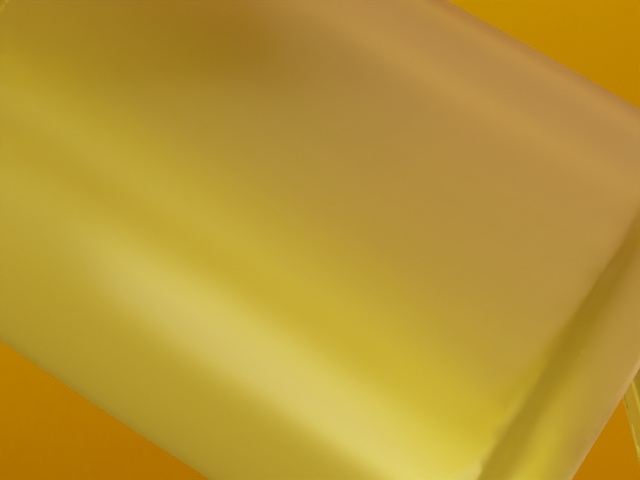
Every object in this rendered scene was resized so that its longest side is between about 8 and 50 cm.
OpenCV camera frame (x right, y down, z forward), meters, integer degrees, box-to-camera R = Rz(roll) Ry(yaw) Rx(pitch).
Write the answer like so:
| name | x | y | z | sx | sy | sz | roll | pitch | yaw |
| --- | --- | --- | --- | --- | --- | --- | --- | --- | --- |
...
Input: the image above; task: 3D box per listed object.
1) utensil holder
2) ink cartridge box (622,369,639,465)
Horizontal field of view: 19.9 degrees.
| name | x | y | z | sx | sy | sz | roll | pitch | yaw |
| --- | --- | --- | --- | --- | --- | --- | --- | --- | --- |
| utensil holder | 0.000 | 0.000 | 1.070 | 0.385 | 0.327 | 0.327 | 30 | -132 | 8 |
| ink cartridge box | 0.422 | 0.156 | 1.633 | 0.278 | 0.117 | 0.201 | -14 | -109 | 5 |
